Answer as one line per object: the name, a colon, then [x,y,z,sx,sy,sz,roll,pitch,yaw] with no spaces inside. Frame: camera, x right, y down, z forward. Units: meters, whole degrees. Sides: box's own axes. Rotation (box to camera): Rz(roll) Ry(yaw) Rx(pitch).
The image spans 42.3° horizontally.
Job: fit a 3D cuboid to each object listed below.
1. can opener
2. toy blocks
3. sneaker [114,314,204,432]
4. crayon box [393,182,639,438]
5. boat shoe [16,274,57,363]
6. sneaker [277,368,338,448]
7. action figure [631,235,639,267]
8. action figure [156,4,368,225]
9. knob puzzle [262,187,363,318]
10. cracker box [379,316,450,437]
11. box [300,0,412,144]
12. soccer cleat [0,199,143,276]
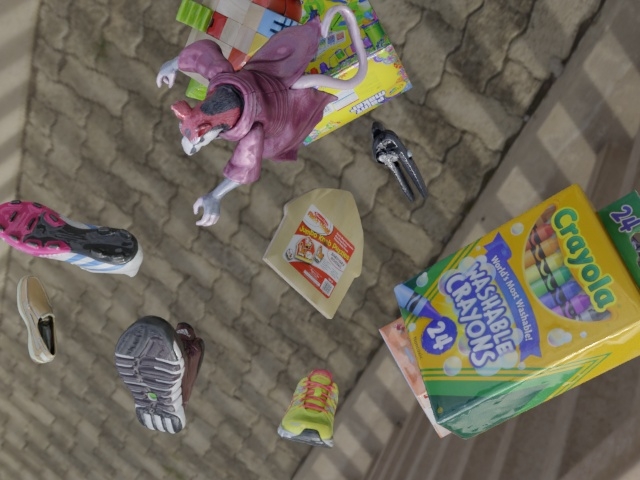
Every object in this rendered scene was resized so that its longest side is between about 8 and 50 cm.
can opener: [0.146,-0.132,1.463,0.059,0.073,0.186,-13,135,31]
toy blocks: [-0.131,-0.425,1.662,0.261,0.191,0.381,35,107,37]
sneaker: [-0.246,0.172,1.323,0.106,0.162,0.281,13,137,5]
crayon box: [0.262,0.074,0.996,0.323,0.203,0.083,-32,138,20]
boat shoe: [-0.582,0.159,1.732,0.072,0.068,0.190,-23,81,42]
sneaker: [-0.012,0.240,1.219,0.081,0.208,0.094,14,94,-1]
action figure: [0.606,0.125,1.480,0.164,0.141,0.275,-40,83,4]
action figure: [-0.084,-0.188,1.204,0.276,0.370,0.248,-20,97,22]
knob puzzle: [0.000,0.000,1.345,0.030,0.213,0.213,0,126,49]
cracker box: [0.197,0.259,1.564,0.067,0.155,0.232,-30,144,2]
box: [0.015,-0.430,1.923,0.290,0.279,0.177,-27,149,11]
soccer cleat: [-0.546,0.011,1.793,0.331,0.116,0.143,16,154,3]
